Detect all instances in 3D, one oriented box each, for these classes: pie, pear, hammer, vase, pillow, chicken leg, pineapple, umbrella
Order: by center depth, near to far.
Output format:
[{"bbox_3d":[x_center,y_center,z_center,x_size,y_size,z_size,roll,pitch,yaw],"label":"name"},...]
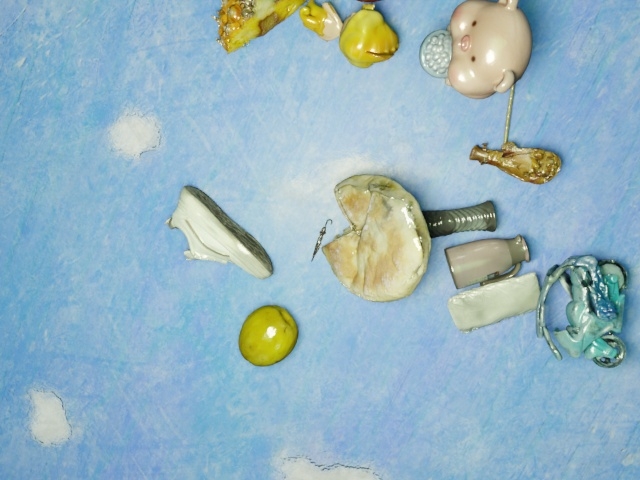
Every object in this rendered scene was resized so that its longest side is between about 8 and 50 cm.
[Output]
[{"bbox_3d":[-0.170,-0.573,1.402,0.250,0.164,0.140,-31,86,14],"label":"pineapple"},{"bbox_3d":[0.457,-0.187,1.405,0.207,0.101,0.085,15,101,14],"label":"chicken leg"},{"bbox_3d":[0.132,0.006,1.421,0.337,0.075,0.337,18,117,41],"label":"pie"},{"bbox_3d":[0.441,-0.316,1.425,0.060,0.028,0.195,7,101,13],"label":"hammer"},{"bbox_3d":[0.300,-0.044,1.448,0.237,0.115,0.115,-9,97,4],"label":"vase"},{"bbox_3d":[0.433,0.155,1.469,0.229,0.051,0.128,-18,125,9],"label":"pillow"},{"bbox_3d":[-0.133,0.244,1.521,0.149,0.149,0.162,40,112,0],"label":"pear"},{"bbox_3d":[-0.003,-0.001,1.536,0.022,0.013,0.122,23,100,-18],"label":"umbrella"}]

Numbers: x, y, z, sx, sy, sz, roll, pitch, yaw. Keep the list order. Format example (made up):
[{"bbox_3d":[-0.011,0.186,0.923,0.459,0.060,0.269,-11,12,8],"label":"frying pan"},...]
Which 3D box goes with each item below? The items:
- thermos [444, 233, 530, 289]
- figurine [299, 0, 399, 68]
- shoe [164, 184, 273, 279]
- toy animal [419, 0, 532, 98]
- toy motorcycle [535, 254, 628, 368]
[{"bbox_3d":[0.413,0.055,1.453,0.193,0.105,0.137,-17,124,7],"label":"thermos"},{"bbox_3d":[0.071,-0.489,1.401,0.246,0.131,0.156,25,138,15],"label":"figurine"},{"bbox_3d":[-0.274,0.014,1.523,0.159,0.124,0.316,-44,85,11],"label":"shoe"},{"bbox_3d":[0.361,-0.409,1.318,0.229,0.221,0.210,-1,92,37],"label":"toy animal"},{"bbox_3d":[0.617,0.164,1.404,0.206,0.154,0.260,4,87,4],"label":"toy motorcycle"}]
